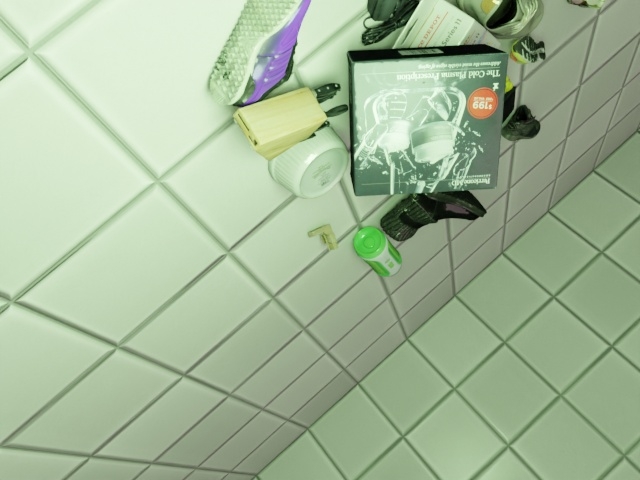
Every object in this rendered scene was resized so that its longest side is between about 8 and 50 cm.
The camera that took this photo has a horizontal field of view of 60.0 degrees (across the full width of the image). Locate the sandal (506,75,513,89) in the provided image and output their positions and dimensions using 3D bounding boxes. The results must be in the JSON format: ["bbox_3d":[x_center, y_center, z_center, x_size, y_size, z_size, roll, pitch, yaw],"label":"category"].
[{"bbox_3d":[0.513,-0.509,1.709,0.126,0.138,0.317,-26,176,15],"label":"sandal"}]

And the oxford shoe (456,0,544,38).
[{"bbox_3d":[0.533,-0.640,1.553,0.449,0.130,0.169,-8,134,-50],"label":"oxford shoe"}]

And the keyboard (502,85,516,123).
[{"bbox_3d":[0.599,-0.433,1.966,0.317,0.033,0.201,-50,150,-17],"label":"keyboard"}]

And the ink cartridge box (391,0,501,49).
[{"bbox_3d":[0.325,-0.487,1.446,0.353,0.119,0.207,-11,139,-58],"label":"ink cartridge box"}]

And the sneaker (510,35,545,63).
[{"bbox_3d":[0.654,-0.605,1.796,0.208,0.094,0.082,-12,99,-49],"label":"sneaker"}]

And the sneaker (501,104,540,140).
[{"bbox_3d":[0.825,-0.472,2.205,0.227,0.087,0.130,-14,147,-35],"label":"sneaker"}]

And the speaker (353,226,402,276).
[{"bbox_3d":[0.219,0.047,2.077,0.131,0.131,0.296,-45,152,2],"label":"speaker"}]

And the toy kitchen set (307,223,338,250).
[{"bbox_3d":[0.000,0.000,1.798,0.075,0.083,0.068,-24,-172,-32],"label":"toy kitchen set"}]

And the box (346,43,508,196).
[{"bbox_3d":[0.239,-0.285,1.314,0.343,0.179,0.313,-4,116,0],"label":"box"}]

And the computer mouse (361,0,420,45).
[{"bbox_3d":[0.172,-0.568,1.235,0.188,0.072,0.272,-36,151,-12],"label":"computer mouse"}]

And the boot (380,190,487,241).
[{"bbox_3d":[0.413,-0.094,2.039,0.347,0.131,0.260,17,128,-29],"label":"boot"}]

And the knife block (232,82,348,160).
[{"bbox_3d":[-0.048,-0.281,1.225,0.242,0.088,0.275,-33,179,4],"label":"knife block"}]

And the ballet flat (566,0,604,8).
[{"bbox_3d":[0.901,-0.809,1.853,0.221,0.079,0.077,-18,142,-40],"label":"ballet flat"}]

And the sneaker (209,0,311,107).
[{"bbox_3d":[-0.096,-0.390,1.110,0.293,0.102,0.146,-50,155,23],"label":"sneaker"}]

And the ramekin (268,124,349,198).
[{"bbox_3d":[-0.022,-0.205,1.438,0.207,0.109,0.207,-32,150,-21],"label":"ramekin"}]
